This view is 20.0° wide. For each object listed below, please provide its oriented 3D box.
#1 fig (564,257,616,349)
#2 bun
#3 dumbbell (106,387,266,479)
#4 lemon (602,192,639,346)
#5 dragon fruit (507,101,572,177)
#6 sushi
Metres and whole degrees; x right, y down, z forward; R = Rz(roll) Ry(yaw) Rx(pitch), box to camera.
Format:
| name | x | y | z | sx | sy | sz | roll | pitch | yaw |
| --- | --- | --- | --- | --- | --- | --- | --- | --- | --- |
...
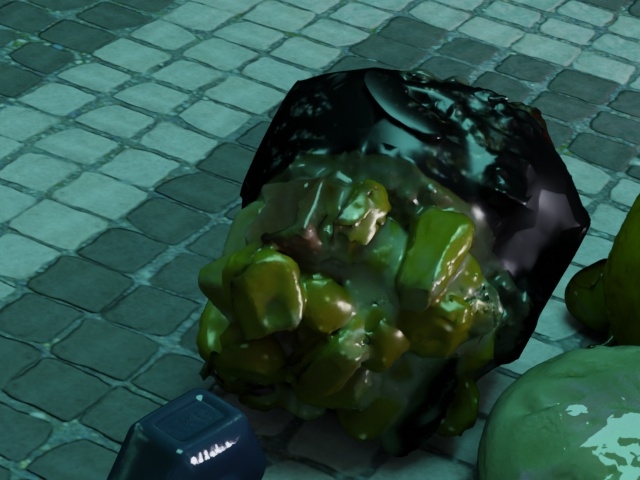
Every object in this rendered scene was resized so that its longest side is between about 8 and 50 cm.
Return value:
| name | x | y | z | sx | sy | sz | roll | pitch | yaw |
| --- | --- | --- | --- | --- | --- | --- | --- | --- | --- |
| fig | 0.301 | 0.067 | 1.878 | 0.084 | 0.082 | 0.098 | -5 | 61 | -14 |
| bun | 0.275 | 0.176 | 1.569 | 0.283 | 0.179 | 0.283 | 4 | 30 | -2 |
| dumbbell | -0.020 | 0.248 | 1.407 | 0.316 | 0.156 | 0.143 | 28 | 5 | 29 |
| lemon | 0.406 | 0.031 | 1.760 | 0.284 | 0.260 | 0.260 | -41 | 39 | 4 |
| dragon fruit | 0.189 | -0.100 | 2.053 | 0.224 | 0.148 | 0.218 | -17 | 38 | -38 |
| sushi | 0.058 | 0.041 | 1.638 | 0.329 | 0.328 | 0.285 | 21 | 43 | -6 |
